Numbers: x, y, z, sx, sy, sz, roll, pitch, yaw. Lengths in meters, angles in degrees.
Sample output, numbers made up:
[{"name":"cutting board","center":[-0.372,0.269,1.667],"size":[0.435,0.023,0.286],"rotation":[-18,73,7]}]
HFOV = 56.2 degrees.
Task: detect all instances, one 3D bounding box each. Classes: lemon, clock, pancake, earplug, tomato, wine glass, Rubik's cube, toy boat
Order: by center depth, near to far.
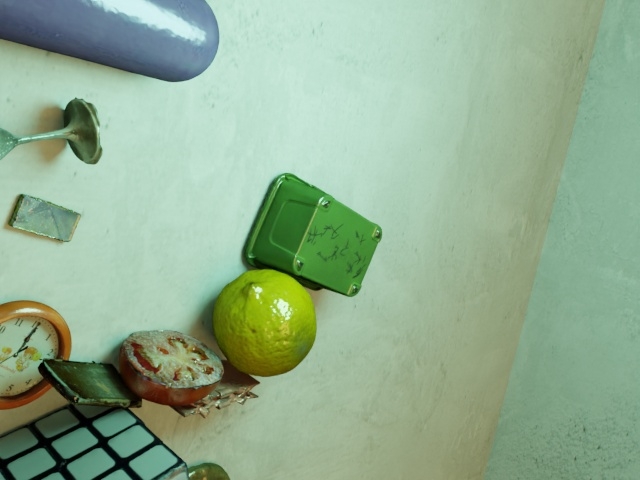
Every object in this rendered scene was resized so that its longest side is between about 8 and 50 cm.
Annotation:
[{"name":"wine glass","center":[-0.482,-0.164,0.965],"size":[0.232,0.156,0.156],"rotation":[-22,121,-47]},{"name":"earplug","center":[-0.357,-0.382,0.976],"size":[0.455,0.215,0.215],"rotation":[7,100,-52]},{"name":"toy boat","center":[-0.498,-0.039,1.087],"size":[0.115,0.016,0.063],"rotation":[25,85,-50]},{"name":"clock","center":[-0.555,0.208,1.091],"size":[0.205,0.051,0.206],"rotation":[-22,120,-45]},{"name":"Rubik's cube","center":[-0.453,0.550,1.122],"size":[0.343,0.337,0.345],"rotation":[-24,123,-40]},{"name":"tomato","center":[-0.318,0.277,1.270],"size":[0.224,0.225,0.085],"rotation":[2,112,-48]},{"name":"lemon","center":[-0.129,0.193,1.405],"size":[0.267,0.267,0.268],"rotation":[-20,119,-42]},{"name":"pancake","center":[-0.324,0.684,1.534],"size":[0.241,0.050,0.242],"rotation":[-19,118,-41]}]

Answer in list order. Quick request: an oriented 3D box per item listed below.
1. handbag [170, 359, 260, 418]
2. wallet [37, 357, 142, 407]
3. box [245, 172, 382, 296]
[{"name":"handbag","center":[-0.263,0.341,1.385],"size":[0.212,0.157,0.060],"rotation":[-1,105,-48]},{"name":"wallet","center":[-0.436,0.277,1.148],"size":[0.031,0.121,0.232],"rotation":[-51,160,-3]},{"name":"box","center":[0.000,0.000,1.529],"size":[0.328,0.177,0.253],"rotation":[26,83,-50]}]
